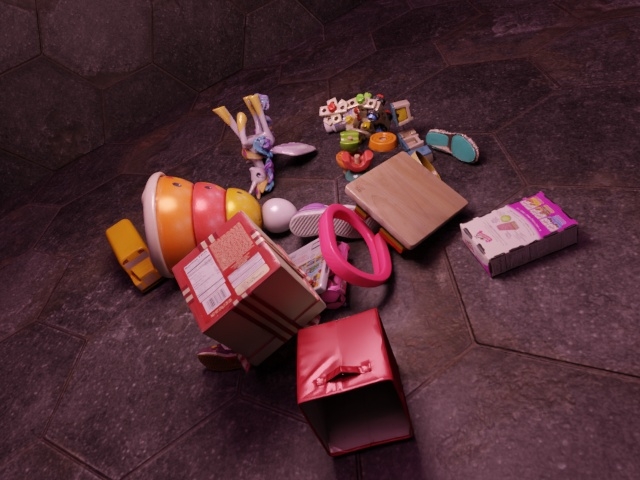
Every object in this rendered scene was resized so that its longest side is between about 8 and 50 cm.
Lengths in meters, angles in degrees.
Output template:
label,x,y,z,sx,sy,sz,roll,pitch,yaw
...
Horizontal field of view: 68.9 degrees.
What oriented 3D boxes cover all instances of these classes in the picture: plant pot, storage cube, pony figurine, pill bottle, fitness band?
label,x,y,z,sx,sy,sz,roll,pitch,yaw
plant pot,0.308,-0.204,1.487,0.095,0.134,0.134,-39,31,25
storage cube,0.067,0.285,0.954,0.183,0.215,0.193,-18,32,8
pony figurine,-0.228,-0.384,1.837,0.302,0.363,0.351,-4,26,34
pill bottle,0.088,-0.505,1.978,0.137,0.078,0.078,-12,39,15
fitness band,0.091,0.013,1.274,0.054,0.209,0.291,-52,27,32

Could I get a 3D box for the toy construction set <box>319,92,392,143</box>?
label,x,y,z,sx,sy,sz,roll,pitch,yaw
toy construction set,0.141,-0.455,1.717,0.215,0.327,0.151,16,95,27

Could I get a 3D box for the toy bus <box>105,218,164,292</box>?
label,x,y,z,sx,sy,sz,roll,pitch,yaw
toy bus,-0.662,0.050,1.669,0.108,0.130,0.332,-36,39,-15

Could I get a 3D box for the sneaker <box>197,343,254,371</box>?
label,x,y,z,sx,sy,sz,roll,pitch,yaw
sneaker,-0.229,0.288,1.224,0.185,0.070,0.084,-5,33,13

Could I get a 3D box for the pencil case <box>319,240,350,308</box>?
label,x,y,z,sx,sy,sz,roll,pitch,yaw
pencil case,0.038,0.089,1.293,0.098,0.095,0.209,-51,23,39

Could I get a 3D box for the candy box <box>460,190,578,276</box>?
label,x,y,z,sx,sy,sz,roll,pitch,yaw
candy box,0.503,-0.019,1.195,0.233,0.071,0.159,-21,38,2

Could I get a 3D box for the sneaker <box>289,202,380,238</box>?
label,x,y,z,sx,sy,sz,roll,pitch,yaw
sneaker,0.053,-0.080,1.482,0.282,0.102,0.161,2,20,9

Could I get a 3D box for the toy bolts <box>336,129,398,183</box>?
label,x,y,z,sx,sy,sz,roll,pitch,yaw
toy bolts,0.156,-0.258,1.603,0.218,0.158,0.228,0,39,8

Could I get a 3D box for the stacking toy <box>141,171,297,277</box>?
label,x,y,z,sx,sy,sz,roll,pitch,yaw
stacking toy,-0.316,-0.070,1.560,0.479,0.351,0.351,-6,38,-7

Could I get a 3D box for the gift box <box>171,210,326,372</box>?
label,x,y,z,sx,sy,sz,roll,pitch,yaw
gift box,-0.158,0.138,1.093,0.255,0.258,0.276,-37,51,3

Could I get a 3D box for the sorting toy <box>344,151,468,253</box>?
label,x,y,z,sx,sy,sz,roll,pitch,yaw
sorting toy,0.240,-0.105,1.349,0.255,0.089,0.257,-33,65,-29

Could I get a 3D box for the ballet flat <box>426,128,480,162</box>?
label,x,y,z,sx,sy,sz,roll,pitch,yaw
ballet flat,0.462,-0.329,1.581,0.077,0.091,0.241,-14,35,-29

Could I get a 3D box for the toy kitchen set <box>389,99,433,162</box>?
label,x,y,z,sx,sy,sz,roll,pitch,yaw
toy kitchen set,0.293,-0.372,1.643,0.122,0.166,0.207,-20,38,3

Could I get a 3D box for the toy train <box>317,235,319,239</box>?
label,x,y,z,sx,sy,sz,roll,pitch,yaw
toy train,0.000,0.000,1.472,0.017,0.024,0.083,-22,38,3

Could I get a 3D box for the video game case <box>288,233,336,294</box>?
label,x,y,z,sx,sy,sz,roll,pitch,yaw
video game case,-0.055,0.095,1.309,0.227,0.026,0.206,-29,33,36
